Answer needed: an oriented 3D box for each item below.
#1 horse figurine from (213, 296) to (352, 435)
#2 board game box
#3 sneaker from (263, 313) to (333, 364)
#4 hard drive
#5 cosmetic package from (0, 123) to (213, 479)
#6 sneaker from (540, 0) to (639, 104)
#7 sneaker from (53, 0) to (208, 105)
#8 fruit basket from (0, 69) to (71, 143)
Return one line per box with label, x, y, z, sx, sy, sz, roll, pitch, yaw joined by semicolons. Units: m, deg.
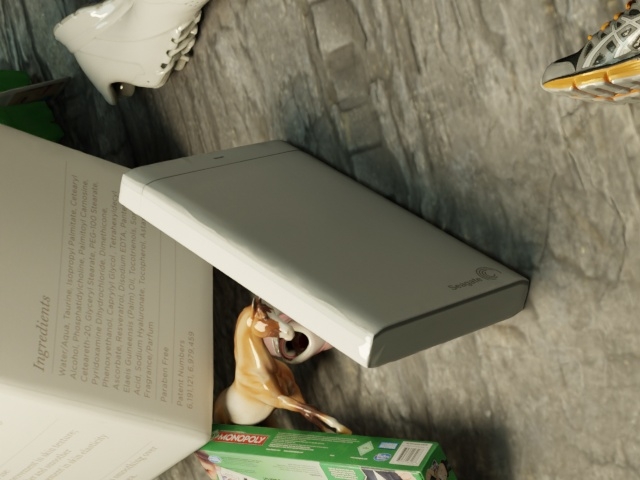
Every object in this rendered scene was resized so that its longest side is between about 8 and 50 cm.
horse figurine;-0.056;0.192;1.587;0.174;0.066;0.263;40;144;8
board game box;0.030;0.296;1.530;0.317;0.046;0.213;-1;128;41
sneaker;-0.036;0.110;1.605;0.134;0.070;0.051;-11;96;46
hard drive;0.000;0.000;1.423;0.353;0.233;0.047;32;122;35
cosmetic package;-0.367;0.098;1.625;0.329;0.393;0.327;-37;44;43
sneaker;0.280;-0.172;1.220;0.215;0.084;0.083;-17;76;42
sneaker;-0.185;-0.252;1.653;0.297;0.111;0.129;-21;102;49
fruit basket;-0.513;-0.079;1.829;0.165;0.353;0.327;53;133;2
